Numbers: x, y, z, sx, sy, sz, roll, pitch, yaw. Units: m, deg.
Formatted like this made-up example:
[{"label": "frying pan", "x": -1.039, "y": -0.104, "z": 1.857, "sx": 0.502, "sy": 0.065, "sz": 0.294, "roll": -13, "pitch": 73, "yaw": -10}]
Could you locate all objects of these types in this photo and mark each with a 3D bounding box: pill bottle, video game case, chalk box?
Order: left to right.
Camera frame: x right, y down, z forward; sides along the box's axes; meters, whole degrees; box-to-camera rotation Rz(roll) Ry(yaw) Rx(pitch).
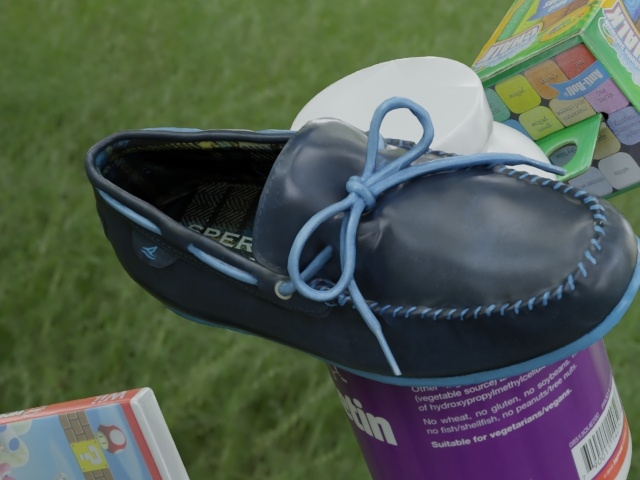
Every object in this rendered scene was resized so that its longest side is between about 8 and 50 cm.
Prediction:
[{"label": "video game case", "x": -0.206, "y": 0.218, "z": 1.297, "sx": 0.285, "sy": 0.204, "sz": 0.025, "roll": -12, "pitch": 18, "yaw": 27}, {"label": "pill bottle", "x": 0.086, "y": 0.047, "z": 1.197, "sx": 0.181, "sy": 0.323, "sz": 0.181, "roll": -15, "pitch": 33, "yaw": 10}, {"label": "chalk box", "x": 0.199, "y": -0.115, "z": 1.340, "sx": 0.132, "sy": 0.132, "sz": 0.213, "roll": 50, "pitch": 46, "yaw": -17}]

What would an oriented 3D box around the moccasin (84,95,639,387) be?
[{"label": "moccasin", "x": 0.000, "y": 0.000, "z": 0.971, "sx": 0.342, "sy": 0.137, "sz": 0.117, "roll": 0, "pitch": -38, "yaw": 37}]
